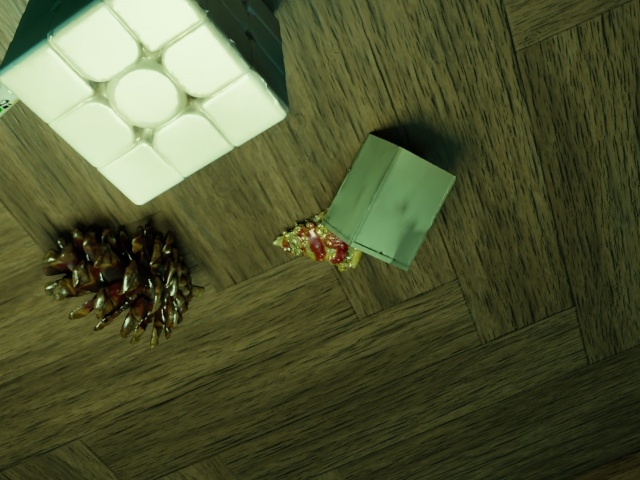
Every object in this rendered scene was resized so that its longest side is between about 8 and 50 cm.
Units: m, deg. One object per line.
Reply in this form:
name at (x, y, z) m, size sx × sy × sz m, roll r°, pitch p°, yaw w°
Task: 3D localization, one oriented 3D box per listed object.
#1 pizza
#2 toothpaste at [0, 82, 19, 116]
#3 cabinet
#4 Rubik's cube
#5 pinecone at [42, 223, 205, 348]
pizza at (0.000, 0.000, 1.583) m, size 0.199 × 0.062 × 0.188 m, roll -11°, pitch 126°, yaw -5°
toothpaste at (-0.602, -0.204, 1.293) m, size 0.314 × 0.056 × 0.058 m, roll -34°, pitch 89°, yaw 17°
cabinet at (0.129, -0.078, 1.474) m, size 0.145 × 0.150 × 0.206 m, roll 24°, pitch 97°, yaw -27°
Rubik's cube at (-0.249, -0.287, 1.139) m, size 0.292 × 0.290 × 0.291 m, roll -29°, pitch 129°, yaw 19°
pinecone at (-0.377, 0.080, 1.450) m, size 0.309 × 0.244 × 0.244 m, roll 9°, pitch 124°, yaw -8°
